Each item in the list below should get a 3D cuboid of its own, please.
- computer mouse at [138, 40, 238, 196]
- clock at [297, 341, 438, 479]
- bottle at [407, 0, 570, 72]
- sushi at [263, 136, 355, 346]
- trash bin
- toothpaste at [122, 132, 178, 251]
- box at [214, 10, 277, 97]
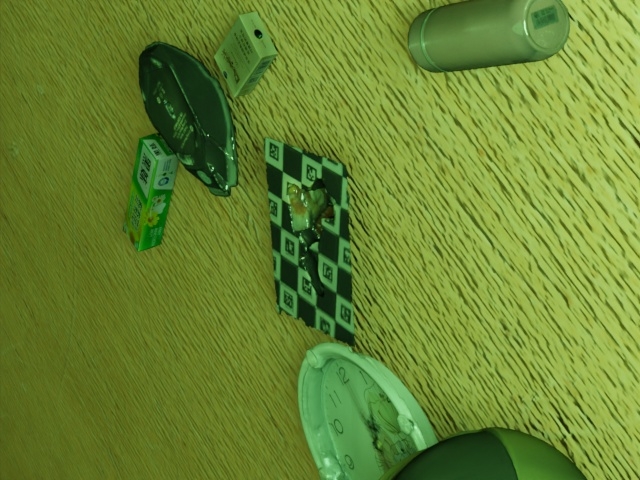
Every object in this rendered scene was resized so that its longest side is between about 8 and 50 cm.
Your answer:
[{"bbox_3d":[-0.136,-0.138,1.356,0.192,0.062,0.106,58,147,9],"label":"computer mouse"},{"bbox_3d":[0.060,0.206,1.244,0.236,0.053,0.236,39,139,44],"label":"clock"},{"bbox_3d":[0.124,-0.157,0.934,0.140,0.053,0.053,4,110,57],"label":"bottle"},{"bbox_3d":[0.000,0.000,1.246,0.139,0.031,0.201,24,124,48],"label":"sushi"},{"bbox_3d":[0.125,0.292,1.040,0.214,0.214,0.333,52,150,29],"label":"trash bin"},{"bbox_3d":[-0.214,-0.059,1.550,0.043,0.037,0.178,55,146,27],"label":"toothpaste"},{"bbox_3d":[-0.077,-0.190,1.267,0.053,0.024,0.083,64,150,11],"label":"box"}]
